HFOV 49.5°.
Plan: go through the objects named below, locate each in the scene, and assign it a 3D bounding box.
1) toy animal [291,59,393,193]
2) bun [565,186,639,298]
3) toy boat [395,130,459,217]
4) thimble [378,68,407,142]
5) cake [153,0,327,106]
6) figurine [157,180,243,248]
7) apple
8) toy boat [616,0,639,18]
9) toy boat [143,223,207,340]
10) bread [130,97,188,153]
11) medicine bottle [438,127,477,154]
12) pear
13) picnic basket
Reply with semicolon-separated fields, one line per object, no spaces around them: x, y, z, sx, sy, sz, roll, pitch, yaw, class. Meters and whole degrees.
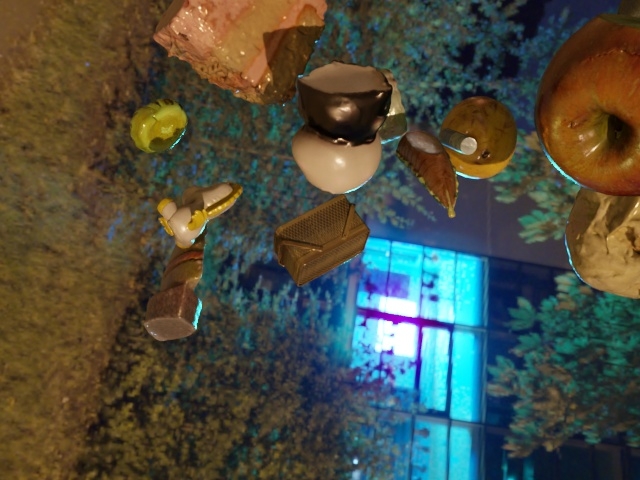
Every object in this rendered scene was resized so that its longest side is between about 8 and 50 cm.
0.037;-0.203;1.300;0.187;0.165;0.235;-37;147;-42;toy animal
0.721;-0.015;1.534;0.213;0.361;0.361;-48;155;-52;bun
0.254;-0.172;1.599;0.293;0.108;0.099;-111;-168;-52;toy boat
0.140;-0.352;1.850;0.211;0.149;0.185;-92;165;-73;thimble
-0.184;-0.498;1.609;0.293;0.306;0.314;-62;-155;-6;cake
-0.227;-0.063;1.351;0.178;0.129;0.109;-46;117;-46;figurine
0.611;-0.276;1.327;0.384;0.374;0.375;-29;-133;56;apple
0.889;-0.635;1.889;0.319;0.092;0.141;103;-36;-72;toy boat
-0.300;0.081;1.496;0.276;0.111;0.294;169;-65;-72;toy boat
-0.372;-0.264;1.587;0.139;0.071;0.130;-50;146;-7;bread
0.380;-0.277;1.933;0.191;0.051;0.051;-115;-146;-72;medicine bottle
0.523;-0.340;2.306;0.281;0.280;0.281;-171;-90;-87;pear
0.000;0.000;2.000;0.139;0.266;0.165;55;-20;19;picnic basket
